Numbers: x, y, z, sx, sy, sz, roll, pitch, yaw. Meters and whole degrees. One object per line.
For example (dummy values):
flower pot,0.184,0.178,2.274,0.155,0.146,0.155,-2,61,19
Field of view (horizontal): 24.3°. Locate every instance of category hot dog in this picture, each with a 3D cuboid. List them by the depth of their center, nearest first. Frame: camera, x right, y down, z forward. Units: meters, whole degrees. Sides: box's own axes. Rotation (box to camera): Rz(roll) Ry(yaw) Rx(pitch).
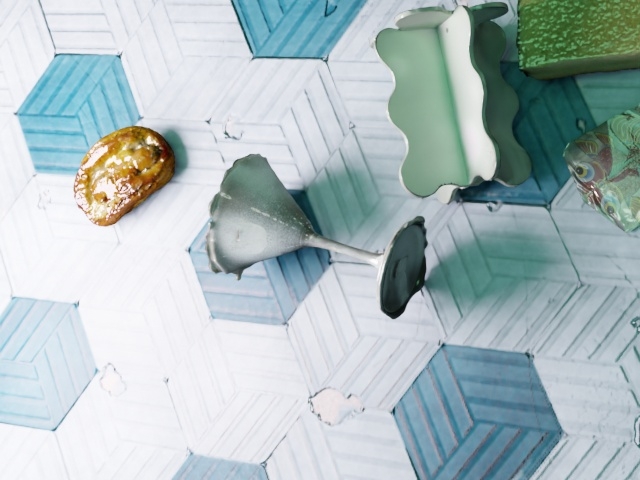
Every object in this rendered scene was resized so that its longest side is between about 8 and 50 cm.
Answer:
hot dog,-0.254,-0.082,1.896,0.147,0.065,0.099,-34,76,14

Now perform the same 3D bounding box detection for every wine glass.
wine glass,0.000,0.000,1.710,0.232,0.156,0.156,18,88,25

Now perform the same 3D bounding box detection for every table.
table,0.150,-0.149,1.666,0.166,0.166,0.198,-14,81,23

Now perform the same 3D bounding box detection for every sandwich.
sandwich,0.326,-0.308,1.663,0.212,0.063,0.245,-4,78,22

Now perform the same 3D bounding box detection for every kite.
kite,0.378,-0.113,1.620,0.229,0.016,0.127,-38,68,18
